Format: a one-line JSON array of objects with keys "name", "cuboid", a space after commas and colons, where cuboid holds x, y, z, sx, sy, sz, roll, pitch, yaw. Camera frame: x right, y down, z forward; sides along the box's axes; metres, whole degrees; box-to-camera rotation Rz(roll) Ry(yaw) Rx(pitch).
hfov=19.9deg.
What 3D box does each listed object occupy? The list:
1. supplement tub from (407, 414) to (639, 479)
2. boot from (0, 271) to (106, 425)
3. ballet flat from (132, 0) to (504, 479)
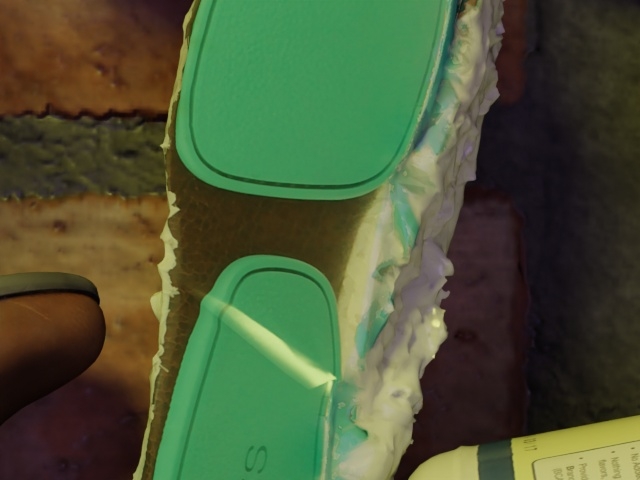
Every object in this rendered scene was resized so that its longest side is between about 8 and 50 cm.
[{"name": "supplement tub", "cuboid": [0.208, 0.170, 0.715, 0.325, 0.235, 0.235, -12, 89, 7]}, {"name": "boot", "cuboid": [-0.143, 0.175, 0.730, 0.264, 0.096, 0.280, -29, 71, -22]}, {"name": "ballet flat", "cuboid": [0.000, 0.000, 0.812, 0.147, 0.147, 0.409, 13, 90, -11]}]
